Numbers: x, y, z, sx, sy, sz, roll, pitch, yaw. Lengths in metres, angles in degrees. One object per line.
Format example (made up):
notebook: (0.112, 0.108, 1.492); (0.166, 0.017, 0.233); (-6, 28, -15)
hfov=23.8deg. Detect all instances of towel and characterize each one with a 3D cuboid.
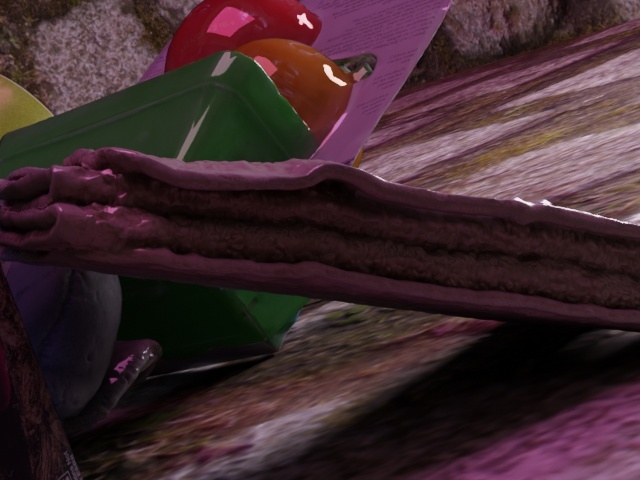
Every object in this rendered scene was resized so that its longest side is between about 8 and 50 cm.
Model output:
towel: (0.009, 0.001, 0.631); (0.282, 0.049, 0.187); (8, -3, -22)

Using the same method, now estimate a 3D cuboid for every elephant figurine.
elephant figurine: (-0.175, 0.052, 0.808); (0.186, 0.169, 0.239); (-1, -3, 1)

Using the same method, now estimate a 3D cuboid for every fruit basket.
fruit basket: (-0.053, -0.069, 0.987); (0.327, 0.165, 0.353); (-15, 28, 39)

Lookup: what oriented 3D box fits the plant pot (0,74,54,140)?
plant pot: (-0.451, -0.012, 1.776); (0.274, 0.275, 0.293); (-11, 27, 51)

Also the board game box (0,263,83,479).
board game box: (-0.225, 0.066, 0.499); (0.141, 0.232, 0.291); (-17, 8, 18)

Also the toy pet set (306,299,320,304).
toy pet set: (0.000, 0.000, 1.059); (0.122, 0.065, 0.114); (-18, 7, 22)
